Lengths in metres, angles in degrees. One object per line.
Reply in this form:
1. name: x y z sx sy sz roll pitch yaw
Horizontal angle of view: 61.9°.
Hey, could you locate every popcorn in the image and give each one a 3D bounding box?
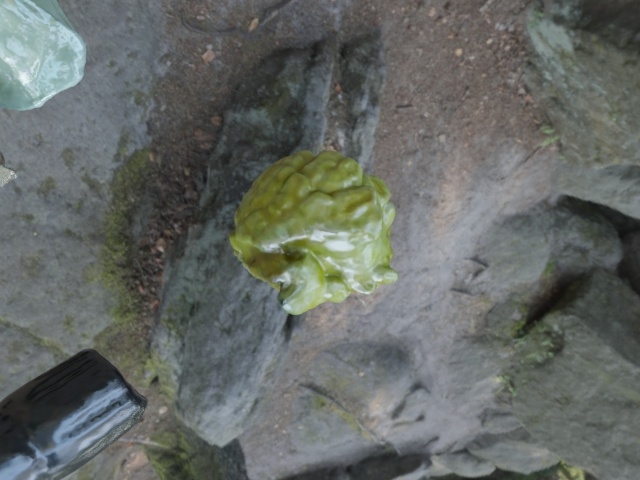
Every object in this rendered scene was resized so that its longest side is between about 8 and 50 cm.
1. popcorn: 0.002 -0.006 0.540 0.174 0.142 0.173 0 112 -1

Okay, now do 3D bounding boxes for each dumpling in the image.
1. dumpling: -0.534 -0.377 0.870 0.212 0.320 0.270 -21 152 -33

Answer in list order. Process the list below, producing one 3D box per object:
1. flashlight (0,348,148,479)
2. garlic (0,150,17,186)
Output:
1. flashlight: -0.289 0.200 0.301 0.424 0.103 0.103 -32 148 -48
2. garlic: -0.616 -0.150 0.875 0.127 0.131 0.194 -39 101 9
